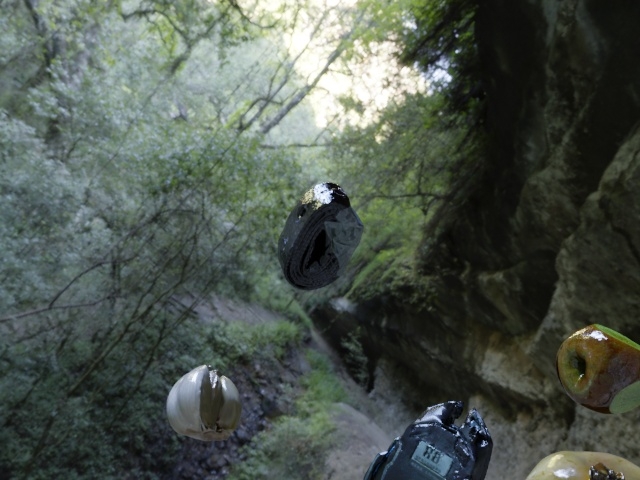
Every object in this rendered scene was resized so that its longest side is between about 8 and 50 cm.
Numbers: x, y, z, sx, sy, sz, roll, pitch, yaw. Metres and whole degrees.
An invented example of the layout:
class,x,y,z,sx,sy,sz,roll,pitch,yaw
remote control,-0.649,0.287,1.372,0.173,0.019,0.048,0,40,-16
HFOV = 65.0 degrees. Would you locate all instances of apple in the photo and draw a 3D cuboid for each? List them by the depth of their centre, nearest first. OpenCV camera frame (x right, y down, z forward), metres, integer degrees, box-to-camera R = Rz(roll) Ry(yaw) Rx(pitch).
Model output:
class,x,y,z,sx,sy,sz,roll,pitch,yaw
apple,0.512,0.223,0.897,0.147,0.163,0.146,0,32,-14

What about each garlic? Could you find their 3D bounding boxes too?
class,x,y,z,sx,sy,sz,roll,pitch,yaw
garlic,-0.333,0.446,1.393,0.281,0.185,0.203,46,34,-54

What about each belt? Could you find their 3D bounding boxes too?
class,x,y,z,sx,sy,sz,roll,pitch,yaw
belt,0.000,0.000,1.331,0.184,0.289,0.164,13,30,-23

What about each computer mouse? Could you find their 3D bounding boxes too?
class,x,y,z,sx,sy,sz,roll,pitch,yaw
computer mouse,0.138,0.321,0.652,0.147,0.241,0.077,21,-20,43

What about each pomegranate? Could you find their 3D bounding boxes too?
class,x,y,z,sx,sy,sz,roll,pitch,yaw
pomegranate,0.557,0.563,1.000,0.319,0.319,0.319,43,-1,1
